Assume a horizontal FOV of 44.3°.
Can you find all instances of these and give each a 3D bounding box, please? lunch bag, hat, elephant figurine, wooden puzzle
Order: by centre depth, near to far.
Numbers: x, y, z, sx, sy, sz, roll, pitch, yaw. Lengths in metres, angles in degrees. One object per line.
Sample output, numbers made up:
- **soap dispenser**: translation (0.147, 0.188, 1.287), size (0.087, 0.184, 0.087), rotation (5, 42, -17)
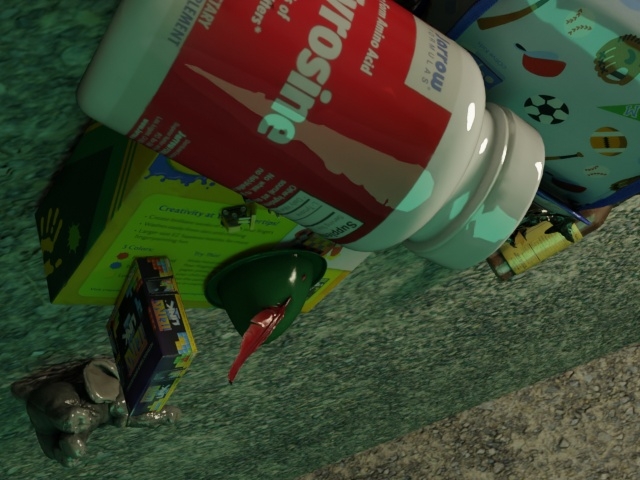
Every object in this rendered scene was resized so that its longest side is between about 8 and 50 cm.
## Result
- **lunch bag**: translation (0.262, -0.190, 0.937), size (0.328, 0.239, 0.385), rotation (29, 155, -12)
- **hat**: translation (-0.064, 0.130, 1.081), size (0.208, 0.183, 0.173), rotation (-5, 149, -24)
- **wooden puzzle**: translation (0.000, 0.000, 1.095), size (0.049, 0.006, 0.083), rotation (-37, 148, 24)
- **elephant figurine**: translation (-0.424, 0.315, 1.514), size (0.169, 0.186, 0.239), rotation (-3, -162, 42)

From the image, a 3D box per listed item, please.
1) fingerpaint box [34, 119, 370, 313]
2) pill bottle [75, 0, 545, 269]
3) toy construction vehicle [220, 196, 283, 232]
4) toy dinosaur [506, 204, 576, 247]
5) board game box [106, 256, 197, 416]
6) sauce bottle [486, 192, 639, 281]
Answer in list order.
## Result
- **fingerpaint box**: translation (-0.105, -0.067, 1.088), size (0.445, 0.163, 0.371), rotation (6, 140, -41)
- **pill bottle**: translation (0.003, -0.131, 0.748), size (0.407, 0.229, 0.229), rotation (26, 129, -20)
- **toy construction vehicle**: translation (-0.067, -0.042, 0.951), size (0.098, 0.035, 0.086), rotation (-10, 148, -21)
- **toy dinosaur**: translation (0.340, -0.064, 1.429), size (0.218, 0.164, 0.322), rotation (-7, 172, 3)
- **board game box**: translation (-0.224, 0.127, 1.017), size (0.048, 0.141, 0.170), rotation (-2, 145, -32)
- **sauce bottle**: translation (0.490, -0.044, 1.591), size (0.344, 0.111, 0.111), rotation (-32, 149, 13)
